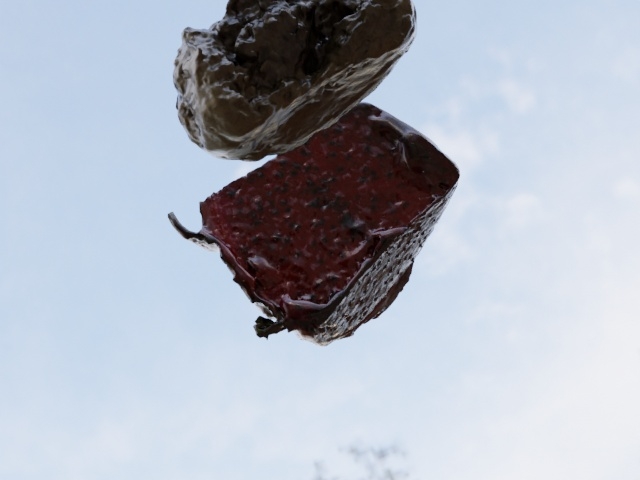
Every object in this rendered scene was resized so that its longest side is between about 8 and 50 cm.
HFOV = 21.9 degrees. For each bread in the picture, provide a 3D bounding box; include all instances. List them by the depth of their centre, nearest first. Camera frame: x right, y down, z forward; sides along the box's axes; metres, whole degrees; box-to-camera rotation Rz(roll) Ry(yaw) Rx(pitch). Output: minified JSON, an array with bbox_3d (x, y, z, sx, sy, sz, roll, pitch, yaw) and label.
[{"bbox_3d":[-0.016,-0.078,0.713,0.113,0.060,0.082,-32,-11,-23],"label":"bread"}]

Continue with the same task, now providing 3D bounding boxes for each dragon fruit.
[{"bbox_3d":[0.000,0.000,0.907,0.147,0.102,0.096,-36,-15,-19],"label":"dragon fruit"}]
